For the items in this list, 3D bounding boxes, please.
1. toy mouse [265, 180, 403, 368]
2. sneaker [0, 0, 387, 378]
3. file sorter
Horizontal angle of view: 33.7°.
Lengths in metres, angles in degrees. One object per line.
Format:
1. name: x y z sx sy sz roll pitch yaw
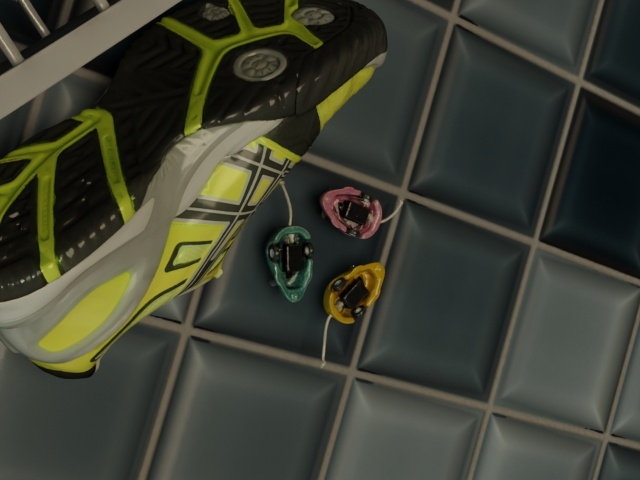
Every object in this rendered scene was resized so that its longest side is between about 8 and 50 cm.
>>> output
1. toy mouse: 0.000 0.000 0.890 0.161 0.031 0.143 -51 117 -17
2. sneaker: -0.099 -0.057 0.788 0.385 0.145 0.147 -40 144 -24
3. file sorter: -0.207 -0.170 0.624 0.278 0.193 0.173 -45 112 -36
